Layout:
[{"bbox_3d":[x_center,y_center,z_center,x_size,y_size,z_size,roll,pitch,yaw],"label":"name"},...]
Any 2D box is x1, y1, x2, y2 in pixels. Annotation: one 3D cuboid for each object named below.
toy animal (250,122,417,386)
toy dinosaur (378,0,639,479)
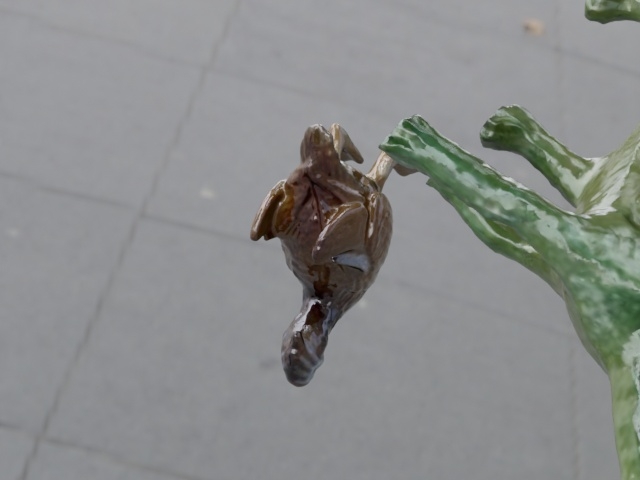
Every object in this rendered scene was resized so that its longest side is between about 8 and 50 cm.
[{"bbox_3d":[0.000,0.000,1.362,0.089,0.179,0.188,14,-21,19],"label":"toy animal"},{"bbox_3d":[0.176,0.030,0.792,0.301,0.087,0.447,40,58,22],"label":"toy dinosaur"}]
